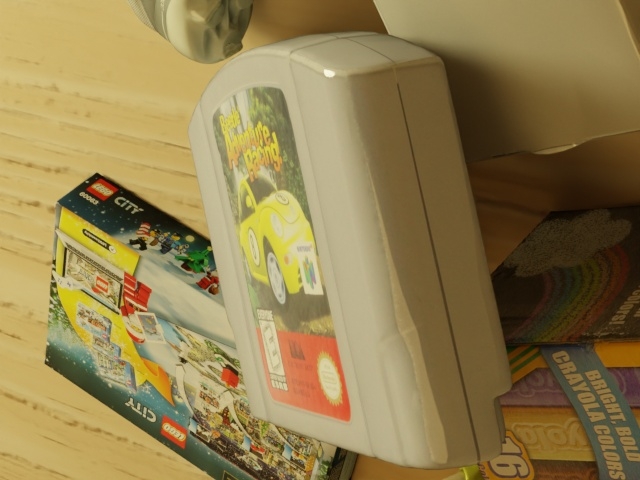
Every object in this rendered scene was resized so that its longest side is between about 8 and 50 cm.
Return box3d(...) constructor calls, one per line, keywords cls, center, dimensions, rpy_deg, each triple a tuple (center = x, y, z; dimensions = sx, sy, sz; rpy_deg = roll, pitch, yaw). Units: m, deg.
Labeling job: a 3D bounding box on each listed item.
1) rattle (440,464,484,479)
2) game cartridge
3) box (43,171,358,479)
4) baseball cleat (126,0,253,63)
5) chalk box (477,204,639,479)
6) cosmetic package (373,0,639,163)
box3d(cls="rattle", center=(0.116, 0.235, 0.874), dimensions=(0.199, 0.130, 0.142), rpy_deg=(49, 133, 37))
box3d(cls="game cartridge", center=(0.000, 0.000, 0.753), dimensions=(0.294, 0.060, 0.196), rpy_deg=(173, 88, -72))
box3d(cls="box", center=(-0.076, 0.077, 1.005), dimensions=(0.233, 0.044, 0.159), rpy_deg=(31, 136, 18))
box3d(cls="baseball cleat", center=(-0.078, -0.187, 0.782), dimensions=(0.109, 0.072, 0.206), rpy_deg=(31, 133, 27))
box3d(cls="chalk box", center=(0.185, 0.065, 0.709), dimensions=(0.213, 0.132, 0.132), rpy_deg=(-3, 118, 43))
box3d(cls="cosmetic package", center=(0.077, -0.160, 0.651), dimensions=(0.127, 0.107, 0.238), rpy_deg=(-6, 120, 44))
